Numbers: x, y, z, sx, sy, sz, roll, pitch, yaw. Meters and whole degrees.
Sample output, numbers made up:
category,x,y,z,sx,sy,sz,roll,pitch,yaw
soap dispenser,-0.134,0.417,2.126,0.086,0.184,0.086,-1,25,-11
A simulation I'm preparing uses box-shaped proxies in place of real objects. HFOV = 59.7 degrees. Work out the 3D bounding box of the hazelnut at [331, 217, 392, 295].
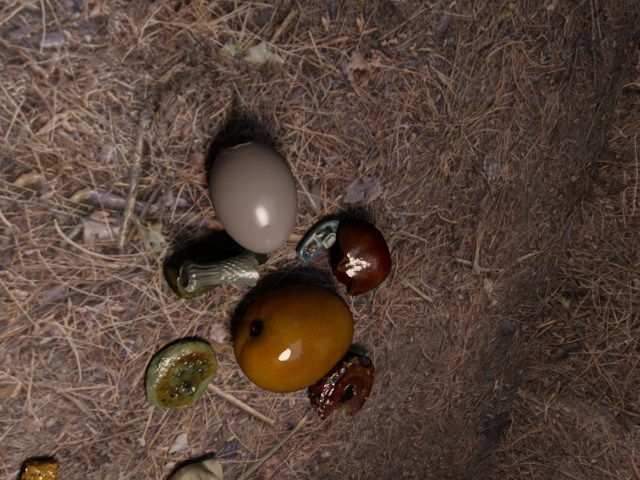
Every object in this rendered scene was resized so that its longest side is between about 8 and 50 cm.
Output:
category,x,y,z,sx,sy,sz,roll,pitch,yaw
hazelnut,0.098,0.039,1.456,0.161,0.170,0.201,-26,104,0

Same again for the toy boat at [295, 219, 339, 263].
category,x,y,z,sx,sy,sz,roll,pitch,yaw
toy boat,0.000,0.000,1.402,0.140,0.066,0.059,-48,132,-14

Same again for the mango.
category,x,y,z,sx,sy,sz,roll,pitch,yaw
mango,-0.046,0.236,1.386,0.378,0.221,0.263,3,105,-54

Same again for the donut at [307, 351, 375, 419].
category,x,y,z,sx,sy,sz,roll,pitch,yaw
donut,0.061,0.428,1.669,0.230,0.096,0.216,-2,111,-42

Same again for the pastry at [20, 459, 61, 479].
category,x,y,z,sx,sy,sz,roll,pitch,yaw
pastry,-0.588,0.517,1.152,0.080,0.056,0.140,14,96,-53

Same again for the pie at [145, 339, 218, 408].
category,x,y,z,sx,sy,sz,roll,pitch,yaw
pie,-0.320,0.315,1.296,0.187,0.041,0.186,-22,127,-34

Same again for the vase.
category,x,y,z,sx,sy,sz,roll,pitch,yaw
vase,-0.207,0.064,1.129,0.149,0.081,0.081,-5,115,-35

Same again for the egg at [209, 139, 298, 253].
category,x,y,z,sx,sy,sz,roll,pitch,yaw
egg,-0.133,-0.086,1.138,0.176,0.176,0.231,-16,97,-36

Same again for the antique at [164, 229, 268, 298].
category,x,y,z,sx,sy,sz,roll,pitch,yaw
antique,-0.229,0.043,1.207,0.221,0.080,0.081,-26,127,-29

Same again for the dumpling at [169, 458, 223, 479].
category,x,y,z,sx,sy,sz,roll,pitch,yaw
dumpling,-0.322,0.636,1.405,0.188,0.127,0.108,-33,138,-17
